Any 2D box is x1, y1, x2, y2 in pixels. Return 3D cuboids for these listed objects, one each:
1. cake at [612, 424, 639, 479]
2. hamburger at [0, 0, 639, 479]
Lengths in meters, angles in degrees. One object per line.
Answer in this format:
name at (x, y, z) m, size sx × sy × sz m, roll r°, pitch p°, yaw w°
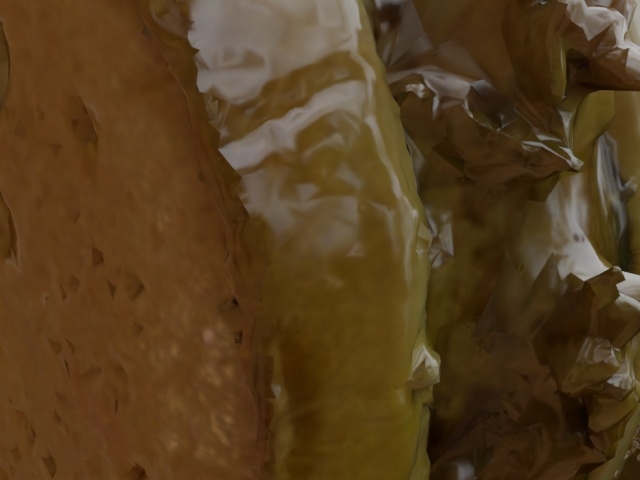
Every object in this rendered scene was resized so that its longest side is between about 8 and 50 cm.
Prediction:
cake at (0.173, 0.177, 0.695) m, size 0.185 × 0.178 × 0.207 m, roll 18°, pitch 9°, yaw -24°
hamburger at (0.000, 0.000, 0.589) m, size 0.268 × 0.445 × 0.287 m, roll -20°, pitch 30°, yaw -40°
